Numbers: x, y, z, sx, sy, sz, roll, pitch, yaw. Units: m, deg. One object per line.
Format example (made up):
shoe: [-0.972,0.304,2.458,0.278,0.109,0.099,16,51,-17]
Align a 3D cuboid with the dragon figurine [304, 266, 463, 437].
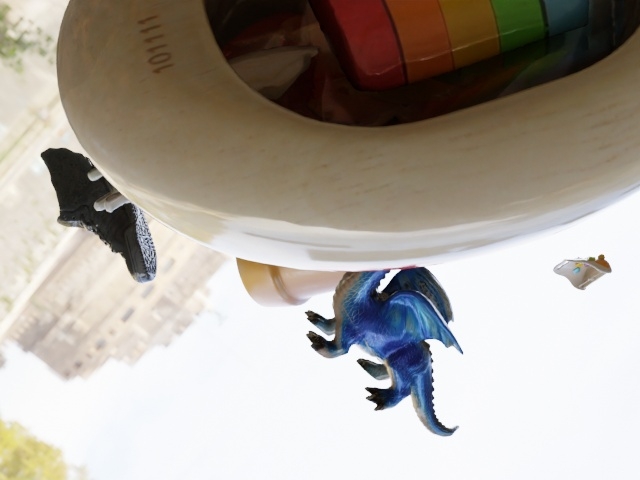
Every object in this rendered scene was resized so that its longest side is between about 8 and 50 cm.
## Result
dragon figurine: [0.084,0.081,1.054,0.144,0.289,0.085,-40,-162,14]

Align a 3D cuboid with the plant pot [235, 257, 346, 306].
plant pot: [0.000,0.000,1.682,0.188,0.205,0.205,-1,-141,26]

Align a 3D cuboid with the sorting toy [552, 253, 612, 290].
sorting toy: [0.435,0.046,1.862,0.083,0.075,0.045,131,-37,-58]

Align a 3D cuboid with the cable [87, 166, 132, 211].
cable: [-0.096,-0.115,1.067,0.287,0.072,0.139,-23,-150,-12]

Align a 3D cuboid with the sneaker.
sneaker: [-0.234,-0.026,1.163,0.089,0.170,0.051,-18,170,9]

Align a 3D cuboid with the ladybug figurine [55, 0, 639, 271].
ladybug figurine: [0.070,-0.115,0.676,0.449,0.305,0.162,-15,152,-10]
